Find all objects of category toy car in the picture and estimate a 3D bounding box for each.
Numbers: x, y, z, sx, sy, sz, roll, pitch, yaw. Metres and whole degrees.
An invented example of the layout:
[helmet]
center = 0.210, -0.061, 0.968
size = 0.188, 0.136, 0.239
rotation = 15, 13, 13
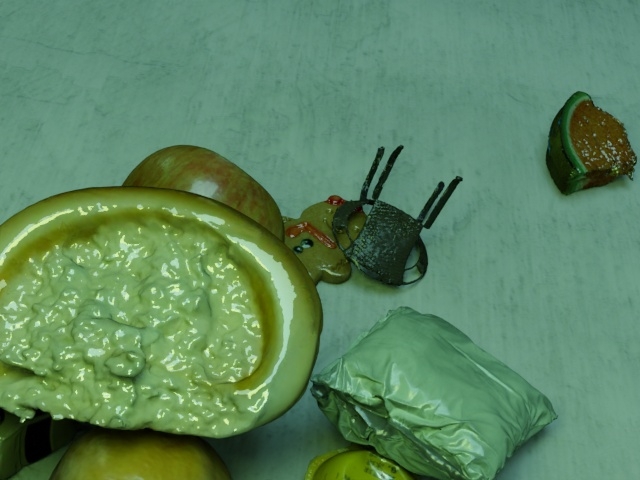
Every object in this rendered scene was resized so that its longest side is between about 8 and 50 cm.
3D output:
[toy car]
center = -0.365, 0.201, 1.447
size = 0.124, 0.101, 0.257
rotation = 12, 43, 0

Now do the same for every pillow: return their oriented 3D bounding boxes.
[pillow]
center = 0.156, 0.208, 1.466
size = 0.283, 0.138, 0.310
rotation = 28, 23, 19

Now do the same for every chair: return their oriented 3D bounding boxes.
[chair]
center = 0.117, -0.036, 1.757
size = 0.174, 0.149, 0.213
rotation = 29, 84, -7

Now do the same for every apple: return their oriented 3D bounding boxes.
[apple]
center = -0.188, 0.006, 1.571
size = 0.264, 0.264, 0.264
rotation = 5, 44, -5

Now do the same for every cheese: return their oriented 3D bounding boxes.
[cheese]
center = 0.072, 0.310, 1.434
size = 0.177, 0.069, 0.270
rotation = 20, 35, 4

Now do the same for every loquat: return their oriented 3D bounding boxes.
[loquat]
center = -0.211, 0.312, 1.286
size = 0.238, 0.193, 0.238
rotation = 10, 29, -6

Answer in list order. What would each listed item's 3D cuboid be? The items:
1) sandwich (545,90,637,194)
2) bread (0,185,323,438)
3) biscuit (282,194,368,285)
[sandwich]
center = 0.477, -0.173, 1.996
size = 0.159, 0.079, 0.235
rotation = 9, 47, -15
[bread]
center = -0.212, 0.118, 1.320
size = 0.423, 0.245, 0.329
rotation = 8, 52, 4
[biscuit]
center = 0.000, 0.000, 1.761
size = 0.225, 0.036, 0.166
rotation = -31, 56, -34
